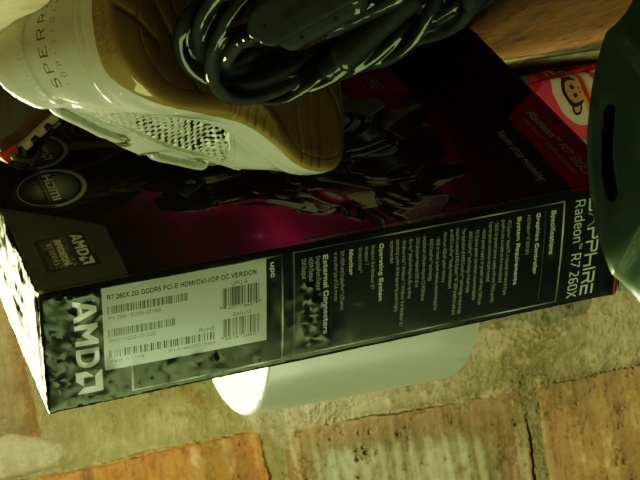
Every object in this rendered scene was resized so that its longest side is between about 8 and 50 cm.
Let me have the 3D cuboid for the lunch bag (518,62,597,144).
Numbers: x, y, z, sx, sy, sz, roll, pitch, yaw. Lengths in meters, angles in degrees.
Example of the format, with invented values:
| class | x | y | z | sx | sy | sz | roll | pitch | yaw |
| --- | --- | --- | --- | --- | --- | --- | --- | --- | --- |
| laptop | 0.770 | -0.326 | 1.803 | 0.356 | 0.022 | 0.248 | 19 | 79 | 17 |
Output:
| class | x | y | z | sx | sy | sz | roll | pitch | yaw |
| --- | --- | --- | --- | --- | --- | --- | --- | --- | --- |
| lunch bag | 0.148 | -0.083 | 1.689 | 0.293 | 0.120 | 0.258 | -15 | 179 | 43 |

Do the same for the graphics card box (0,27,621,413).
| class | x | y | z | sx | sy | sz | roll | pitch | yaw |
| --- | --- | --- | --- | --- | --- | --- | --- | --- | --- |
| graphics card box | -0.023 | -0.025 | 1.159 | 0.371 | 0.094 | 0.233 | -11 | -145 | -16 |

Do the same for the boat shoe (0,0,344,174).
| class | x | y | z | sx | sy | sz | roll | pitch | yaw |
| --- | --- | --- | --- | --- | --- | --- | --- | --- | --- |
| boat shoe | -0.073 | -0.086 | 0.964 | 0.096 | 0.098 | 0.277 | -11 | 168 | 24 |

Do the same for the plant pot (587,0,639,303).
| class | x | y | z | sx | sy | sz | roll | pitch | yaw |
| --- | --- | --- | --- | --- | --- | --- | --- | --- | --- |
| plant pot | 0.357 | -0.053 | 1.048 | 0.334 | 0.341 | 0.341 | 0 | 173 | -28 |

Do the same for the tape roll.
| class | x | y | z | sx | sy | sz | roll | pitch | yaw |
| --- | --- | --- | --- | --- | --- | --- | --- | --- | --- |
| tape roll | 0.000 | 0.000 | 1.409 | 0.169 | 0.246 | 0.246 | -9 | 177 | -18 |

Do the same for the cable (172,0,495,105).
| class | x | y | z | sx | sy | sz | roll | pitch | yaw |
| --- | --- | --- | --- | --- | --- | --- | --- | --- | --- |
| cable | 0.020 | -0.109 | 0.834 | 0.150 | 0.047 | 0.184 | -14 | 171 | -45 |

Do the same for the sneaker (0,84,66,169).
| class | x | y | z | sx | sy | sz | roll | pitch | yaw |
| --- | --- | --- | --- | --- | --- | --- | --- | --- | --- |
| sneaker | -0.166 | -0.076 | 1.083 | 0.158 | 0.065 | 0.061 | -11 | 177 | 29 |
